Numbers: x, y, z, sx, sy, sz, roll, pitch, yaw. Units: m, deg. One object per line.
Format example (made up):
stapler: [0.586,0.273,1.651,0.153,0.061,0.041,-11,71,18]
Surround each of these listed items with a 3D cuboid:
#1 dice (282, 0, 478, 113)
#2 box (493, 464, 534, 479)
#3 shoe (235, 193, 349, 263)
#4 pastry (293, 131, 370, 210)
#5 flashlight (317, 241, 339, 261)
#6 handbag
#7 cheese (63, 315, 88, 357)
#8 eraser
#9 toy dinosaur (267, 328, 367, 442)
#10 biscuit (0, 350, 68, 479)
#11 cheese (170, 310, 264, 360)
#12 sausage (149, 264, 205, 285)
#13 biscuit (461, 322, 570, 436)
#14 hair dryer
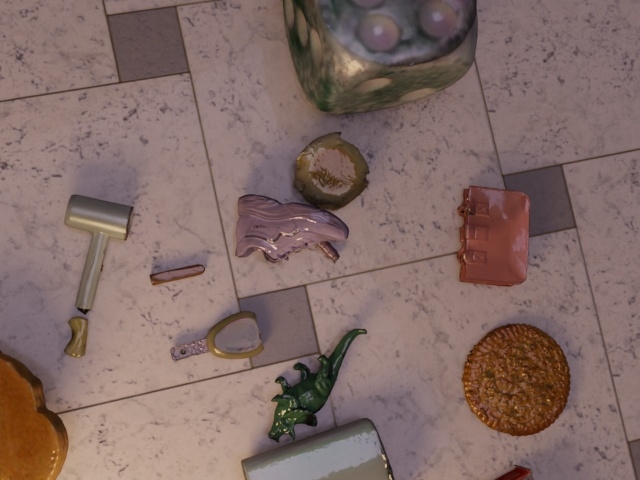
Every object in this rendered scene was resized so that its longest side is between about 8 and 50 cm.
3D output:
dice: [0.116,-0.464,1.923,0.330,0.348,0.328,-13,84,-14]
box: [0.420,0.593,1.982,0.133,0.099,0.182,-25,89,-15]
shoe: [-0.066,-0.012,1.945,0.245,0.095,0.138,12,90,10]
pastry: [0.023,-0.145,1.997,0.165,0.088,0.166,2,82,-12]
flashlight: [0.000,0.000,2.005,0.052,0.031,0.110,-41,97,11]
handbag: [0.382,-0.009,2.068,0.157,0.059,0.212,6,81,-12]
cheese: [-0.494,0.195,1.881,0.044,0.030,0.083,5,88,-17]
eraser: [-0.001,0.496,1.906,0.290,0.104,0.189,-16,99,-13]
toy dinosaur: [-0.023,0.289,1.943,0.120,0.079,0.292,30,81,-12]
biscuit: [-0.636,0.330,1.766,0.376,0.051,0.269,33,105,12]
cheese: [-0.216,0.212,1.932,0.192,0.037,0.097,-15,85,-12]
sausage: [-0.297,0.070,1.939,0.116,0.026,0.026,-13,86,-14]
biscuit: [0.437,0.308,2.053,0.254,0.035,0.254,1,83,-12]
hair dryer: [-0.469,0.033,1.897,0.131,0.073,0.236,12,90,-8]
